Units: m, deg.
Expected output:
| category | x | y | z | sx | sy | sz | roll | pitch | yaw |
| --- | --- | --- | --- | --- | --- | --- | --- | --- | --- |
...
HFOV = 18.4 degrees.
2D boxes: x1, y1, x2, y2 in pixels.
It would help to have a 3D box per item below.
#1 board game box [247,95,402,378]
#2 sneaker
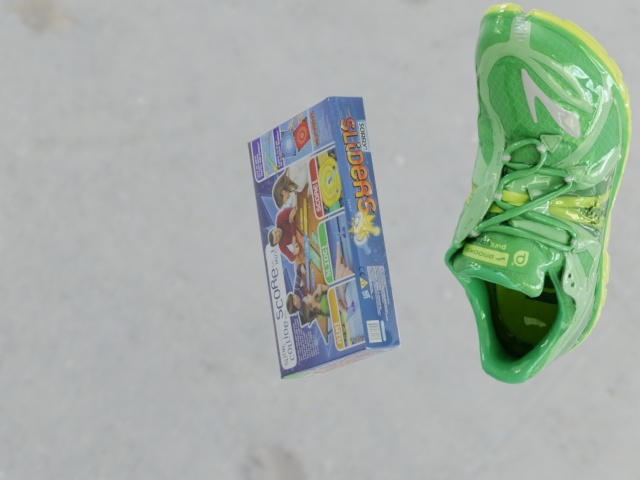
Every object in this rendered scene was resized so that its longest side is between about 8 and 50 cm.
| category | x | y | z | sx | sy | sz | roll | pitch | yaw |
| --- | --- | --- | --- | --- | --- | --- | --- | --- | --- |
| board game box | 0.000 | 0.000 | 1.574 | 0.035 | 0.136 | 0.201 | -2 | 78 | -32 |
| sneaker | 0.151 | -0.024 | 1.373 | 0.109 | 0.296 | 0.123 | 10 | 36 | 25 |
